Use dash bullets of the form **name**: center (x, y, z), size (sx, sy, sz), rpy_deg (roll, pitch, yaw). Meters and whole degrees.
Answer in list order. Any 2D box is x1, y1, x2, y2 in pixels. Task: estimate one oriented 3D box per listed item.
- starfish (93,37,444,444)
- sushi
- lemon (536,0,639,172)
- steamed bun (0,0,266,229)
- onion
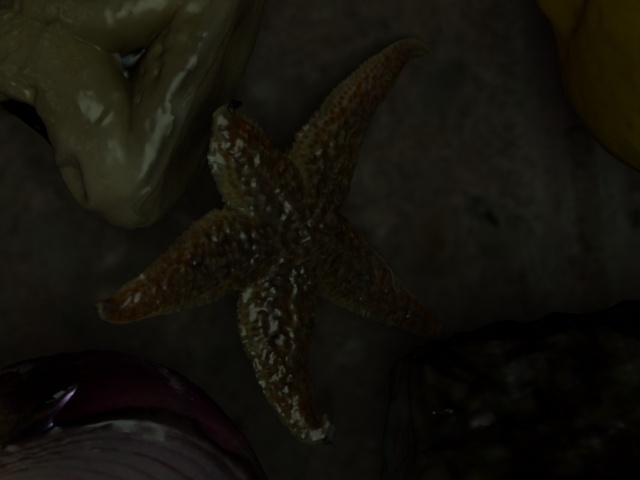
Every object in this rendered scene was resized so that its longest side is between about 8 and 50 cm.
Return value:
- **starfish**: center (-0.004, 0.001, 0.929), size (0.295, 0.048, 0.231), rpy_deg (-48, 121, -32)
- **sushi**: center (0.184, 0.181, 0.884), size (0.294, 0.299, 0.281), rpy_deg (-10, 112, -4)
- **lemon**: center (0.264, -0.131, 0.896), size (0.288, 0.233, 0.233), rpy_deg (13, 95, -7)
- **steamed bun**: center (-0.133, -0.107, 0.897), size (0.155, 0.141, 0.172), rpy_deg (24, 90, 3)
- **onion**: center (-0.132, 0.211, 0.922), size (0.267, 0.159, 0.348), rpy_deg (-28, 119, 6)
